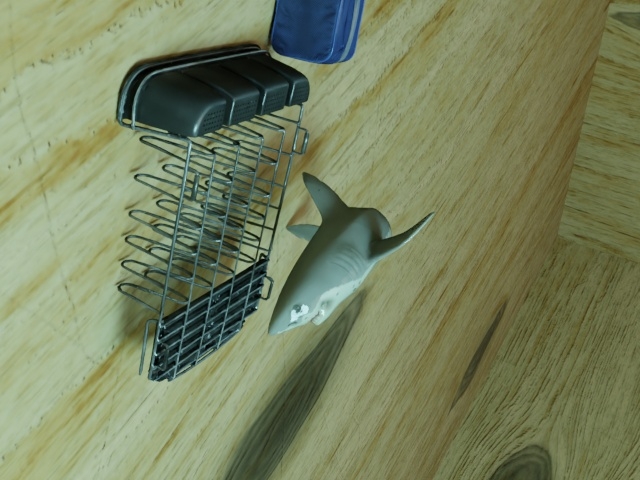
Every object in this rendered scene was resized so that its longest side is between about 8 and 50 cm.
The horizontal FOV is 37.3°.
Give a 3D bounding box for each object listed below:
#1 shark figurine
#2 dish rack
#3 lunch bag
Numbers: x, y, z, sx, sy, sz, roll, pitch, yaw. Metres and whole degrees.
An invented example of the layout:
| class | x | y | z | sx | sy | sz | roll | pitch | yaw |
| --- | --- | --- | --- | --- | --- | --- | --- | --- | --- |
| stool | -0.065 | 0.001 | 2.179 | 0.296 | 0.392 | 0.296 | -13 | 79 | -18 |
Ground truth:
| class | x | y | z | sx | sy | sz | roll | pitch | yaw |
| --- | --- | --- | --- | --- | --- | --- | --- | --- | --- |
| shark figurine | 0.015 | -0.015 | 0.907 | 0.166 | 0.116 | 0.278 | -42 | -178 | 11 |
| dish rack | -0.095 | -0.020 | 0.809 | 0.208 | 0.074 | 0.271 | -30 | 138 | -58 |
| lunch bag | 0.001 | -0.214 | 0.872 | 0.065 | 0.067 | 0.098 | -24 | 130 | -63 |
